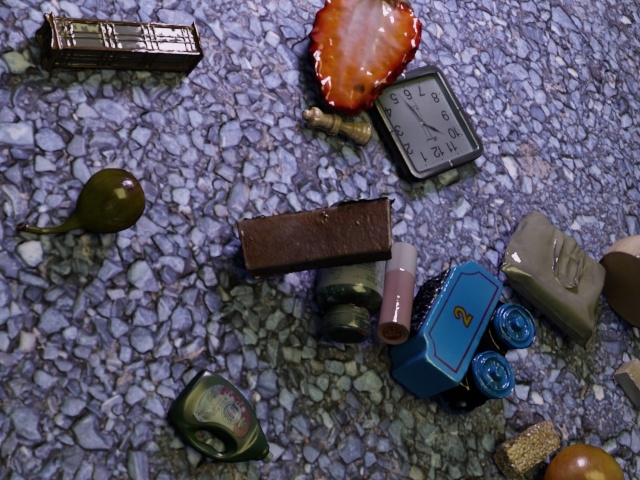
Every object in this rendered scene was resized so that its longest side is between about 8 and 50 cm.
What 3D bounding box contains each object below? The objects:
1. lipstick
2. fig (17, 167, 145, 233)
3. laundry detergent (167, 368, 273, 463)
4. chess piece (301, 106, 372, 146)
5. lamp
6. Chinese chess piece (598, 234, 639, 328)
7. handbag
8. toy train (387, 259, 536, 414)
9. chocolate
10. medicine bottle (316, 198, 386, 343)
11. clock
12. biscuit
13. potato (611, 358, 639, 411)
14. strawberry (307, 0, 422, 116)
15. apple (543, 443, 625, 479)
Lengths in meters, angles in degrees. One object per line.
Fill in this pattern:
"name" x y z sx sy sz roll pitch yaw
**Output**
"lipstick" 0.168 0.110 1.907 0.070 0.070 0.254 33 39 -16
"fig" -0.438 -0.050 1.626 0.236 0.124 0.124 -25 84 -17
"laundry detergent" -0.176 0.349 1.635 0.211 0.063 0.137 45 57 -11
"chess piece" 0.034 -0.269 2.045 0.172 0.060 0.060 14 63 -24
"lamp" -0.405 -0.400 1.800 0.326 0.089 0.090 -6 73 -35
"Chinese chess piece" 0.836 0.109 2.258 0.104 0.257 0.257 -32 88 -22
"handbag" 0.584 0.088 2.203 0.316 0.109 0.253 39 49 -11
"toy train" 0.309 0.210 1.930 0.265 0.188 0.300 38 56 -8
"chocolate" 0.000 0.000 1.768 0.321 0.112 0.111 -9 69 3
"medicine bottle" 0.066 0.067 1.860 0.141 0.141 0.293 21 59 -24
"clock" 0.255 -0.295 2.197 0.273 0.049 0.278 -22 82 -36
"biscuit" 0.465 0.468 1.982 0.169 0.070 0.082 -22 78 -35
"potato" 0.811 0.368 2.252 0.086 0.061 0.122 -36 90 -35
"strawberry" 0.100 -0.436 2.088 0.265 0.149 0.336 14 74 13
"apple" 0.593 0.542 1.973 0.182 0.182 0.155 37 25 -13
